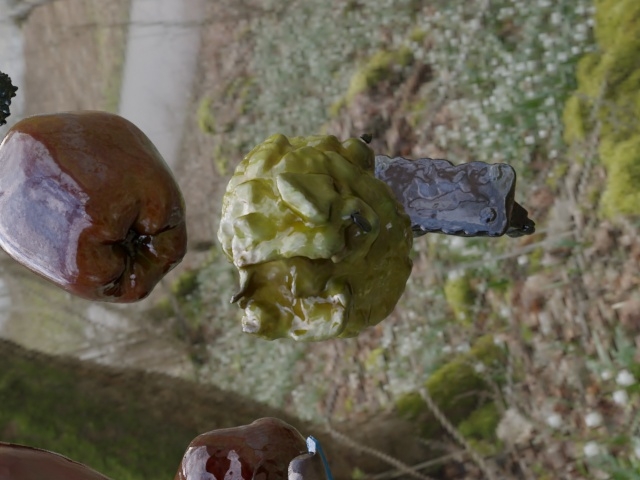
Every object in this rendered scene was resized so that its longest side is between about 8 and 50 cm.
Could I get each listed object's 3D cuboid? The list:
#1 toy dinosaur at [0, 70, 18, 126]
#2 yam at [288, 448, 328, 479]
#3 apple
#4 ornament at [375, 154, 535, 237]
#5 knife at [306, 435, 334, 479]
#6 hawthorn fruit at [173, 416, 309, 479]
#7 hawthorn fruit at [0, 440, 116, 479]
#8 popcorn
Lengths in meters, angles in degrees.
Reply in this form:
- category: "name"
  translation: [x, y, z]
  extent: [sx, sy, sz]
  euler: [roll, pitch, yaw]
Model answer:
- category: "toy dinosaur"
  translation: [-0.367, -0.169, 1.339]
  extent: [0.154, 0.055, 0.049]
  euler: [118, 171, -62]
- category: "yam"
  translation: [0.018, 0.343, 1.230]
  extent: [0.046, 0.046, 0.264]
  euler: [-24, 83, 65]
- category: "apple"
  translation: [-0.359, -0.055, 1.860]
  extent: [0.317, 0.288, 0.288]
  euler: [39, 138, 31]
- category: "ornament"
  translation: [0.191, -0.044, 1.724]
  extent: [0.251, 0.260, 0.106]
  euler: [8, 84, 23]
- category: "knife"
  translation: [0.037, 0.430, 1.839]
  extent: [0.044, 0.026, 0.297]
  euler: [10, 121, 66]
- category: "hawthorn fruit"
  translation: [-0.104, 0.474, 2.125]
  extent: [0.324, 0.308, 0.308]
  euler: [30, 129, 43]
- category: "hawthorn fruit"
  translation: [-0.187, 0.369, 0.686]
  extent: [0.472, 0.471, 0.472]
  euler: [40, 137, 53]
- category: "popcorn"
  translation: [-0.002, -0.001, 1.197]
  extent: [0.169, 0.189, 0.218]
  euler: [-34, 100, 35]
